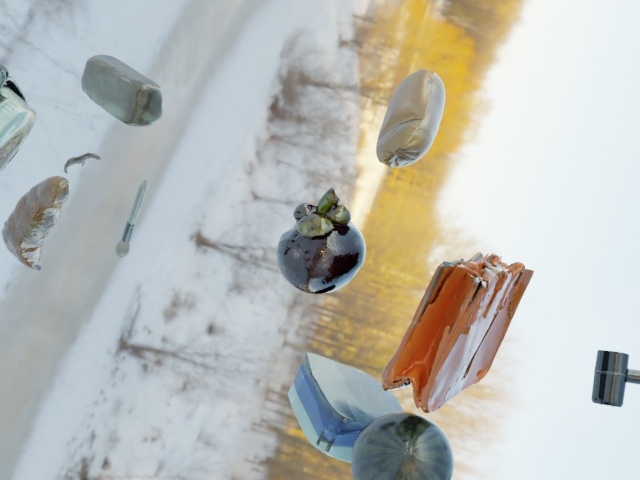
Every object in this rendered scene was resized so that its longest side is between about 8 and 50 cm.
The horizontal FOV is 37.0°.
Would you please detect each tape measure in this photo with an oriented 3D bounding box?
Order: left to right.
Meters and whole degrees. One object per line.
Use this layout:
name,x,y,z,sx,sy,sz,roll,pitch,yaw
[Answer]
tape measure,-0.438,-0.121,1.158,0.207,0.115,0.235,-53,-170,-4
tape measure,0.067,0.421,2.324,0.138,0.262,0.259,-60,-150,20

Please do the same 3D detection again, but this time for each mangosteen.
mangosteen,0.000,0.000,2.006,0.194,0.194,0.230,-68,157,-65

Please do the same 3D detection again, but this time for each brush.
brush,-0.487,-0.060,2.473,0.042,0.039,0.299,-76,-170,-48

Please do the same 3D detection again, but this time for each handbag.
handbag,0.281,0.169,1.916,0.410,0.116,0.303,-5,120,-65

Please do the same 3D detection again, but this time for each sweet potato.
sweet potato,-0.613,-0.037,2.025,0.354,0.106,0.095,128,-27,-49

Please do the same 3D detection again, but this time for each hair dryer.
hair dryer,0.722,0.320,2.144,0.071,0.219,0.124,97,0,-84

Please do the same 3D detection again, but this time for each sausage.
sausage,0.194,-0.250,2.059,0.116,0.134,0.354,58,31,-24

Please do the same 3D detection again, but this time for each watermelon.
watermelon,0.163,0.444,1.904,0.212,0.212,0.212,18,90,-88

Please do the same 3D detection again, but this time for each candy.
candy,-0.439,-0.330,2.112,0.102,0.234,0.104,0,116,-50

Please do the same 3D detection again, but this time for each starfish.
starfish,-0.543,-0.182,2.180,0.091,0.028,0.078,-22,-178,-36
